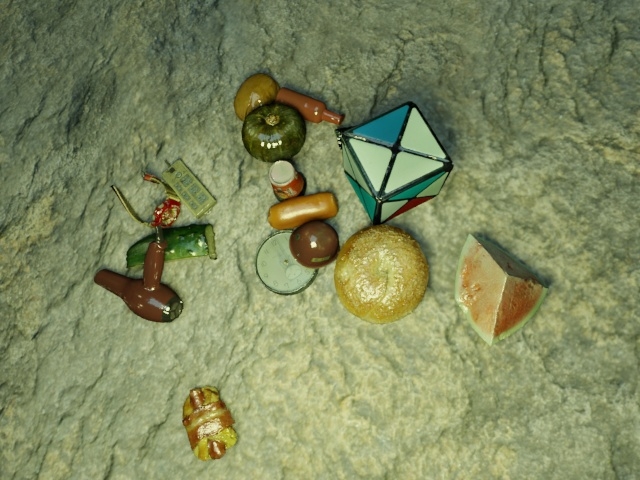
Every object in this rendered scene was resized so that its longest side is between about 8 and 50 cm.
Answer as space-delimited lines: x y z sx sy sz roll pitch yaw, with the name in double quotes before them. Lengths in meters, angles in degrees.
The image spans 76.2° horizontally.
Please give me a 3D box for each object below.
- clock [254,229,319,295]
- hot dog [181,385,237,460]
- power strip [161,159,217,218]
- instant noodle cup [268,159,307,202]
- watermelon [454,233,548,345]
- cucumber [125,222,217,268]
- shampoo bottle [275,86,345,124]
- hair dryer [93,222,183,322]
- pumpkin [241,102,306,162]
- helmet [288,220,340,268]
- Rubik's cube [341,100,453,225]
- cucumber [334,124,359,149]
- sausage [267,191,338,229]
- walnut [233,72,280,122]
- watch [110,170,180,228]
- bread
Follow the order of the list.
"clock" -0.110 0.070 1.327 0.214 0.042 0.215 -2 76 7
"hot dog" -0.337 0.539 1.209 0.146 0.103 0.213 -34 73 -1
"power strip" -0.474 -0.193 1.443 0.092 0.034 0.268 -42 75 -4
"instant noodle cup" -0.113 -0.196 1.344 0.127 0.136 0.127 -2 77 8
"watermelon" 0.502 0.146 1.171 0.255 0.176 0.260 22 102 20
"cucumber" -0.515 0.020 1.364 0.325 0.105 0.145 -10 76 8
"shampoo bottle" -0.037 -0.460 1.431 0.244 0.085 0.086 23 80 10
"hair dryer" -0.558 0.077 1.272 0.312 0.123 0.341 25 118 12
"pumpkin" -0.157 -0.361 1.382 0.223 0.157 0.224 -2 62 3
"helmet" 0.000 0.000 1.265 0.175 0.106 0.155 5 65 -23
"Rubik's cube" 0.220 -0.228 1.253 0.249 0.248 0.247 -26 74 -1
"cucumber" 0.200 -0.375 1.382 0.303 0.072 0.081 -13 74 4
"sausage" -0.060 -0.099 1.338 0.238 0.098 0.098 -13 75 2
"walnut" -0.236 -0.522 1.468 0.167 0.087 0.211 16 78 15
"watch" -0.606 -0.152 1.423 0.165 0.102 0.268 -47 72 4
"bread" 0.182 0.096 1.223 0.305 0.159 0.306 -1 75 6
